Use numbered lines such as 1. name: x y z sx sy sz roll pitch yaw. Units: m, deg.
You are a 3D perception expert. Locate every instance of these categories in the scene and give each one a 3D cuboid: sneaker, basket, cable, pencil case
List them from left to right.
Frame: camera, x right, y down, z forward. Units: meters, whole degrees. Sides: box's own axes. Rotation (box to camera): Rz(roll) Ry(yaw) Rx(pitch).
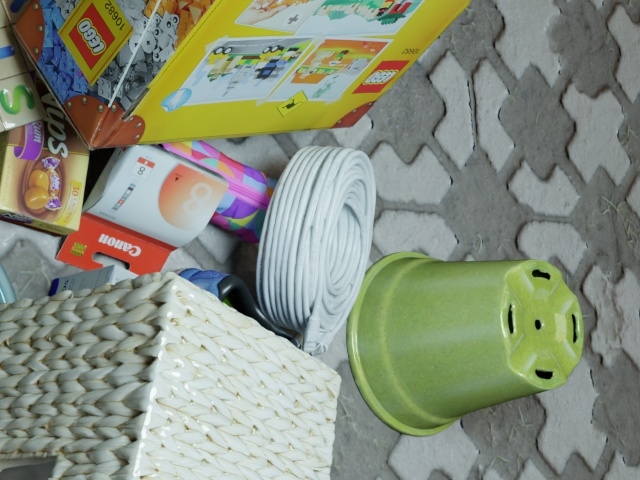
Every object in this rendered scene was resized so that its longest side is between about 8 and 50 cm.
1. basket: -0.197 0.223 1.398 0.331 0.328 0.267 34 55 -46
2. pencil case: -0.154 -0.078 1.683 0.236 0.104 0.104 25 65 -37
3. sneaker: -0.092 0.187 1.646 0.129 0.147 0.330 -37 110 -40
4. cable: 0.000 0.000 1.748 0.257 0.089 0.257 -41 137 -62

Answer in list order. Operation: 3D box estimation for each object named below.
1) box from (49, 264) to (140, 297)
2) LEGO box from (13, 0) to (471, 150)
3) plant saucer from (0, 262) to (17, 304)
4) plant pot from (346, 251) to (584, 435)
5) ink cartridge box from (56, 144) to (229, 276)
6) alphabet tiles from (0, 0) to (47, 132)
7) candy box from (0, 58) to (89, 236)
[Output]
1. box: -0.236 0.090 1.543 0.126 0.137 0.072 28 64 -35
2. LEGO box: -0.046 -0.307 1.571 0.500 0.372 0.193 -11 62 -52
3. plant saucer: -0.452 0.101 1.410 0.317 0.043 0.318 12 72 -41
4. plant pot: 0.223 0.133 1.874 0.276 0.254 0.276 11 73 -41
5. ink cartridge box: -0.215 -0.025 1.589 0.145 0.045 0.179 23 100 -37
6. alphabet tiles: -0.454 -0.238 1.455 0.342 0.011 0.285 -24 94 -37
7. candy box: -0.331 -0.108 1.558 0.109 0.053 0.187 18 70 -36
